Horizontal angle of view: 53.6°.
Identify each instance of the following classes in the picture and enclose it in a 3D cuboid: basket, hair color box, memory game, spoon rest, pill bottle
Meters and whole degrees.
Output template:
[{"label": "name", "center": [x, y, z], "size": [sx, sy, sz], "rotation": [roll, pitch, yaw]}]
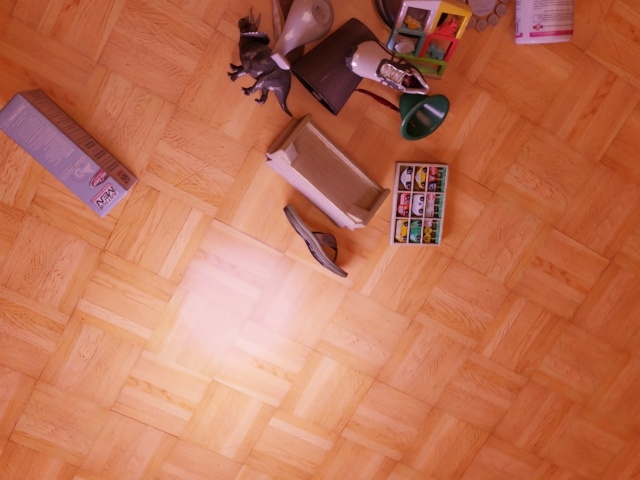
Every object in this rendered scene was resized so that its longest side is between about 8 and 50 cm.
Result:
[{"label": "basket", "center": [0.056, -0.506, 1.804], "size": [0.227, 0.154, 0.204], "rotation": [-47, 128, 4]}, {"label": "hair color box", "center": [-0.703, -0.247, 1.777], "size": [0.113, 0.185, 0.374], "rotation": [-44, 106, 7]}, {"label": "memory game", "center": [0.471, -0.705, 1.843], "size": [0.186, 0.012, 0.186], "rotation": [-6, 110, -17]}, {"label": "spoon rest", "center": [-0.056, -0.587, 1.766], "size": [0.137, 0.084, 0.276], "rotation": [47, 64, -30]}, {"label": "pill bottle", "center": [0.640, -0.709, 1.800], "size": [0.160, 0.160, 0.283], "rotation": [-5, 107, -5]}]

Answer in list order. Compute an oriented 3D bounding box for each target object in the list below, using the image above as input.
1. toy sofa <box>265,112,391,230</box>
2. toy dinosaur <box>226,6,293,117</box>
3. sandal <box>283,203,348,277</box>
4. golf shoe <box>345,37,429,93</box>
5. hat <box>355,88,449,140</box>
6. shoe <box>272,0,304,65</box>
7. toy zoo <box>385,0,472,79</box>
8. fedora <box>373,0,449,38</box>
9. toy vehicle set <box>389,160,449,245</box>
[{"label": "toy sofa", "center": [0.017, -0.199, 1.909], "size": [0.362, 0.177, 0.150], "rotation": [41, 74, -16]}, {"label": "toy dinosaur", "center": [-0.160, -0.483, 1.803], "size": [0.160, 0.121, 0.313], "rotation": [-34, 104, 18]}, {"label": "sandal", "center": [0.000, -0.001, 1.971], "size": [0.086, 0.120, 0.303], "rotation": [-39, 107, -8]}, {"label": "golf shoe", "center": [0.192, -0.475, 1.746], "size": [0.272, 0.120, 0.105], "rotation": [7, 117, -40]}, {"label": "hat", "center": [0.261, -0.426, 1.913], "size": [0.173, 0.184, 0.208], "rotation": [-46, 150, 20]}, {"label": "shoe", "center": [-0.095, -0.610, 1.809], "size": [0.076, 0.058, 0.219], "rotation": [-19, 114, -27]}, {"label": "toy zoo", "center": [0.296, -0.579, 1.772], "size": [0.192, 0.030, 0.293], "rotation": [7, 148, -9]}, {"label": "fedora", "center": [0.276, -0.712, 1.778], "size": [0.243, 0.124, 0.276], "rotation": [7, 106, -9]}, {"label": "toy vehicle set", "center": [0.311, -0.115, 2.008], "size": [0.165, 0.035, 0.267], "rotation": [0, 107, -7]}]
